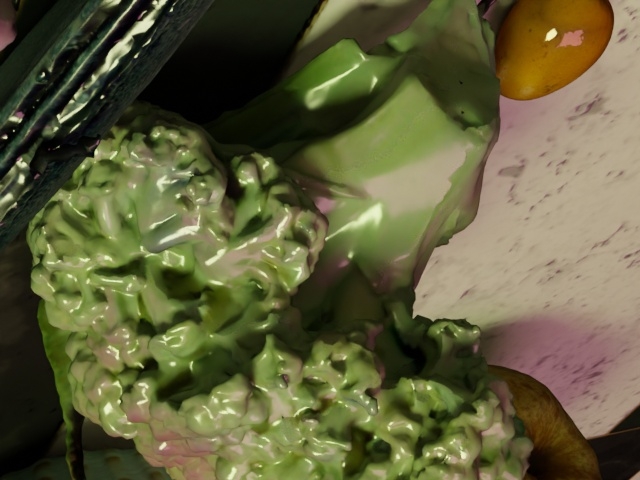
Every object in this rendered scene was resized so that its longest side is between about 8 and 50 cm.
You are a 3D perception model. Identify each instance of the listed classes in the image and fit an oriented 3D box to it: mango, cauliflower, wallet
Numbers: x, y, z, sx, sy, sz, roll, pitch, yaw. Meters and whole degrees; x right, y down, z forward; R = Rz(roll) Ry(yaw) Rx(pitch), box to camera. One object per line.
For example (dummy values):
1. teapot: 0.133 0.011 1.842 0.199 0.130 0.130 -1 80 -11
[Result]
1. mango: 0.113 -0.099 0.759 0.060 0.046 0.089 -16 163 -29
2. cauliflower: 0.000 0.000 0.706 0.256 0.239 0.315 36 100 -18
3. wallet: -0.057 -0.089 0.509 0.046 0.190 0.379 40 120 -13

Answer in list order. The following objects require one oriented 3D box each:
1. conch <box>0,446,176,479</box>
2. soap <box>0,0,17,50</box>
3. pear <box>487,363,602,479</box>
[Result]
1. conch: -0.152 0.243 0.967 0.319 0.215 0.303 -49 156 -9
2. soap: -0.183 -0.107 0.397 0.065 0.122 0.203 -38 152 20
3. pear: 0.090 0.185 1.086 0.211 0.188 0.228 -38 150 28
